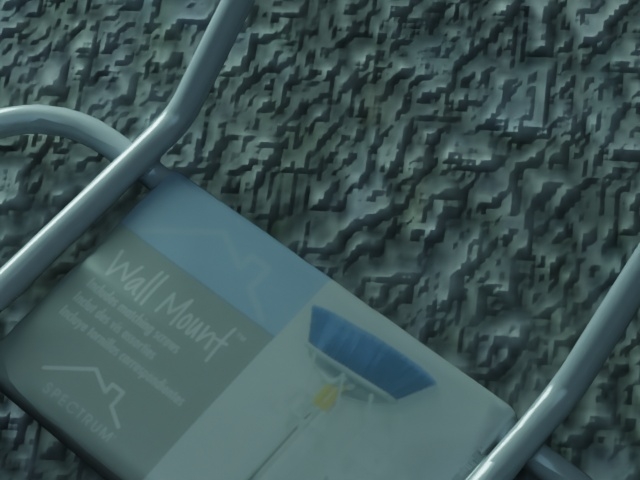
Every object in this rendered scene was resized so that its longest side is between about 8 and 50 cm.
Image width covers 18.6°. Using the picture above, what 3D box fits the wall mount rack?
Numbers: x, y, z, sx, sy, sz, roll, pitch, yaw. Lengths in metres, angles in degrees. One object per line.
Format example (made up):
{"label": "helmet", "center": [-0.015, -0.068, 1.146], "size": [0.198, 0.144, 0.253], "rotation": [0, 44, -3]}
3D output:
{"label": "wall mount rack", "center": [0.000, 0.000, 0.716], "size": [0.350, 0.130, 0.304], "rotation": [36, 69, 19]}
